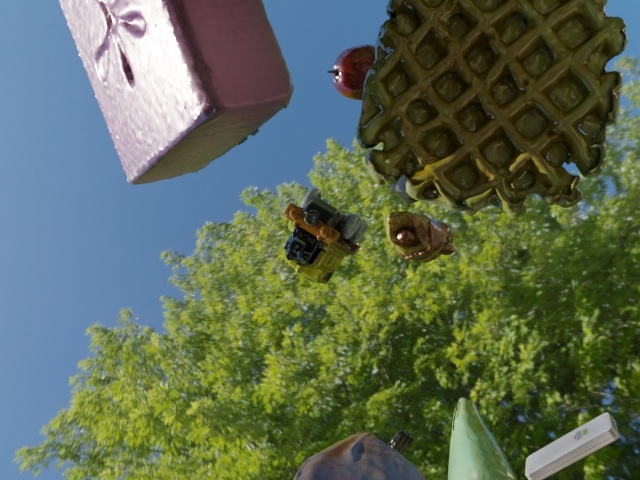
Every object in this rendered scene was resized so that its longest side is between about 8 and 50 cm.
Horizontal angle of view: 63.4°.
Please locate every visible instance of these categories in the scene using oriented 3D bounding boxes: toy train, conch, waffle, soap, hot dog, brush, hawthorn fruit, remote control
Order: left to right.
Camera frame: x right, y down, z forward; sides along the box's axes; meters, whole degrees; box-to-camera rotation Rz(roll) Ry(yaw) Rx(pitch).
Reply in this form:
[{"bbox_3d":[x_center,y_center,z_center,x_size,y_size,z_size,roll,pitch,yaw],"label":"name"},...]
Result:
[{"bbox_3d":[-0.134,-0.191,0.398,0.081,0.181,0.259,-23,-86,-38],"label":"soap"},{"bbox_3d":[0.000,0.000,0.795,0.089,0.219,0.127,32,-89,15],"label":"toy train"},{"bbox_3d":[0.095,-0.433,1.344,0.172,0.148,0.148,-13,-92,-22],"label":"hawthorn fruit"},{"bbox_3d":[0.096,0.555,1.148,0.323,0.051,0.070,-53,-38,-7],"label":"brush"},{"bbox_3d":[0.261,0.001,1.296,0.261,0.123,0.093,11,-139,-35],"label":"hot dog"},{"bbox_3d":[0.305,0.450,1.011,0.137,0.250,0.143,-42,-77,13],"label":"conch"},{"bbox_3d":[0.114,-0.108,0.352,0.169,0.036,0.183,11,-88,15],"label":"waffle"},{"bbox_3d":[0.622,0.519,1.293,0.250,0.103,0.034,-44,-100,22],"label":"remote control"}]

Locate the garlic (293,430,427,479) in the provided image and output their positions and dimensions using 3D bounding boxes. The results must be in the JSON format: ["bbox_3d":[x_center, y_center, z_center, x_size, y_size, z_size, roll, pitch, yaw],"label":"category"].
[{"bbox_3d":[0.031,0.182,0.300,0.101,0.195,0.087,-25,-80,-18],"label":"garlic"}]

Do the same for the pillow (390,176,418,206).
[{"bbox_3d":[0.218,-0.130,1.294,0.090,0.150,0.048,41,-99,-4],"label":"pillow"}]
